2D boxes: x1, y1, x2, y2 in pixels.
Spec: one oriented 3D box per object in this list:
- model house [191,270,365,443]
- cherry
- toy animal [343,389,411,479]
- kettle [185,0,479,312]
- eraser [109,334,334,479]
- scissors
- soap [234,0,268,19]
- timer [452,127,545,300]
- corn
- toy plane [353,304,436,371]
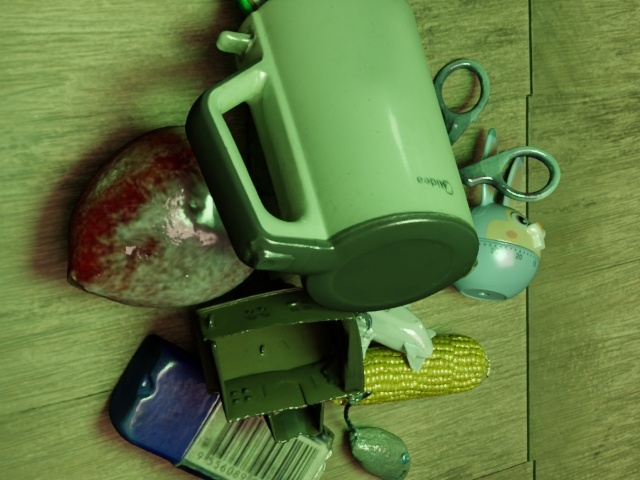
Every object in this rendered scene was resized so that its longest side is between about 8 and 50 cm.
[{"bbox_3d":[-0.066,0.136,1.507,0.211,0.243,0.204,-10,118,-11],"label":"model house"},{"bbox_3d":[-0.199,-0.025,1.413,0.300,0.203,0.230,-29,118,-21],"label":"cherry"},{"bbox_3d":[0.077,0.306,1.710,0.079,0.070,0.253,-36,132,-6],"label":"toy animal"},{"bbox_3d":[0.003,-0.122,1.366,0.361,0.250,0.376,8,53,-35],"label":"kettle"},{"bbox_3d":[-0.140,0.274,1.578,0.332,0.101,0.155,33,85,-30],"label":"eraser"},{"bbox_3d":[0.159,-0.087,1.647,0.383,0.029,0.256,-37,83,-13],"label":"scissors"},{"bbox_3d":[-0.083,-0.397,1.400,0.218,0.098,0.273,-43,138,-1],"label":"soap"},{"bbox_3d":[0.291,-0.023,1.718,0.175,0.175,0.255,30,89,-32],"label":"timer"},{"bbox_3d":[0.136,0.204,1.725,0.293,0.106,0.106,-2,103,-28],"label":"corn"},{"bbox_3d":[0.095,0.127,1.657,0.174,0.174,0.080,0,130,-30],"label":"toy plane"}]
